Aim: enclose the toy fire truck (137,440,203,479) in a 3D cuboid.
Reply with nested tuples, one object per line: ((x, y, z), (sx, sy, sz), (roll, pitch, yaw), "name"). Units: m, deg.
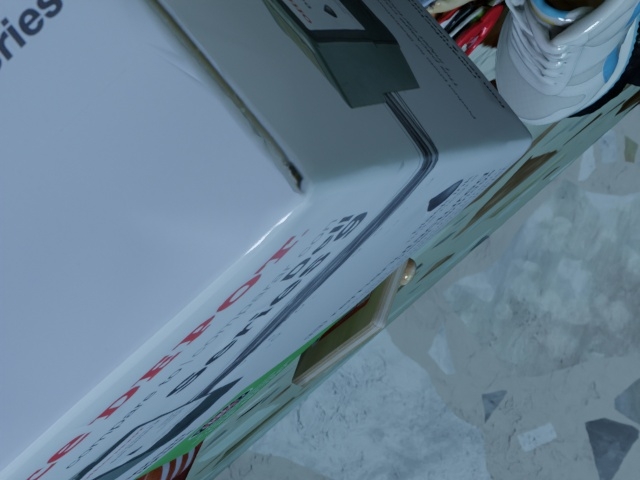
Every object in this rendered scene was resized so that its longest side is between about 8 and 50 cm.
((-0.151, 0.170, 1.240), (0.254, 0.169, 0.302), (-66, 167, 14), "toy fire truck")

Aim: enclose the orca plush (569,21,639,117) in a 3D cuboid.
((0.283, -0.176, 1.430), (0.287, 0.102, 0.151), (-44, 172, 29), "orca plush")

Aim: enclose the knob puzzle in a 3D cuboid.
((0.048, 0.001, 1.234), (0.213, 0.030, 0.213), (-62, -169, 20), "knob puzzle")

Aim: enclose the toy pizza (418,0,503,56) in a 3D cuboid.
((0.033, -0.081, 0.998), (0.201, 0.032, 0.201), (-39, 173, -6), "toy pizza")

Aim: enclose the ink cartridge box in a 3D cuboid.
((-0.068, -0.003, 0.584), (0.211, 0.121, 0.289), (-42, 172, 17), "ink cartridge box")

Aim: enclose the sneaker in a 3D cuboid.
((0.146, -0.141, 1.044), (0.092, 0.087, 0.229), (-30, 162, -29), "sneaker")
